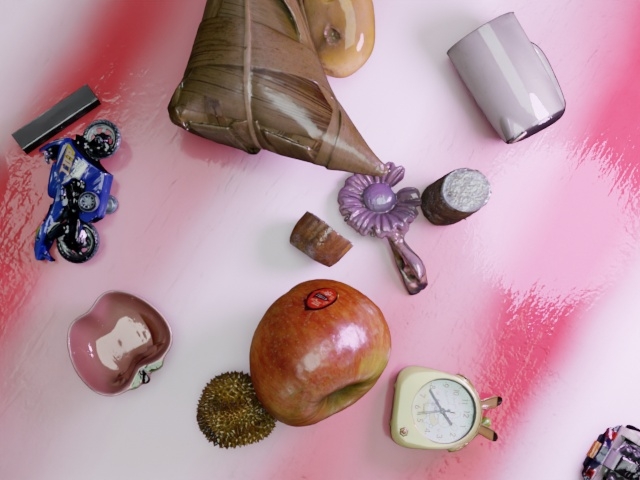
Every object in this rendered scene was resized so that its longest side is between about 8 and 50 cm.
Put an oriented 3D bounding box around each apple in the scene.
[{"bbox_3d":[-0.015,0.212,1.719,0.277,0.309,0.250,-49,64,29],"label":"apple"}]

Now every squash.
[{"bbox_3d":[0.326,0.408,1.850,0.089,0.027,0.027,-38,88,-4],"label":"squash"}]

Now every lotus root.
[{"bbox_3d":[0.001,0.001,1.827,0.122,0.112,0.081,33,92,31],"label":"lotus root"}]

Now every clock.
[{"bbox_3d":[0.264,0.360,1.817,0.232,0.069,0.170,9,78,2],"label":"clock"}]

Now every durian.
[{"bbox_3d":[-0.177,0.343,1.769,0.168,0.137,0.158,-18,66,7],"label":"durian"}]

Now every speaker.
[{"bbox_3d":[-0.561,-0.259,1.845,0.191,0.040,0.046,-36,85,-7],"label":"speaker"}]

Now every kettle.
[{"bbox_3d":[0.426,-0.354,1.884,0.240,0.165,0.255,-30,87,-36],"label":"kettle"}]

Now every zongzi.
[{"bbox_3d":[-0.025,-0.402,1.788,0.466,0.218,0.500,15,84,7],"label":"zongzi"}]

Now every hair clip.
[{"bbox_3d":[0.154,-0.026,1.862,0.173,0.069,0.300,-26,86,-7],"label":"hair clip"}]

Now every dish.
[{"bbox_3d":[-0.406,0.213,1.781,0.213,0.090,0.213,0,82,-3],"label":"dish"}]

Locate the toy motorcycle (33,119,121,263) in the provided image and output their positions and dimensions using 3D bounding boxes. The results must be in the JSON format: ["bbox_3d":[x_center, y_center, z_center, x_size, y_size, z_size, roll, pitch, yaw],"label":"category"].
[{"bbox_3d":[-0.516,-0.104,1.801,0.168,0.113,0.315,13,91,7],"label":"toy motorcycle"}]

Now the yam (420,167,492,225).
[{"bbox_3d":[0.283,-0.092,1.818,0.107,0.194,0.107,1,83,-8],"label":"yam"}]

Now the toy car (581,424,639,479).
[{"bbox_3d":[0.695,0.521,1.825,0.301,0.118,0.193,33,85,1],"label":"toy car"}]

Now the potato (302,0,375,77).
[{"bbox_3d":[0.043,-0.467,1.867,0.146,0.150,0.234,-7,96,-42],"label":"potato"}]
